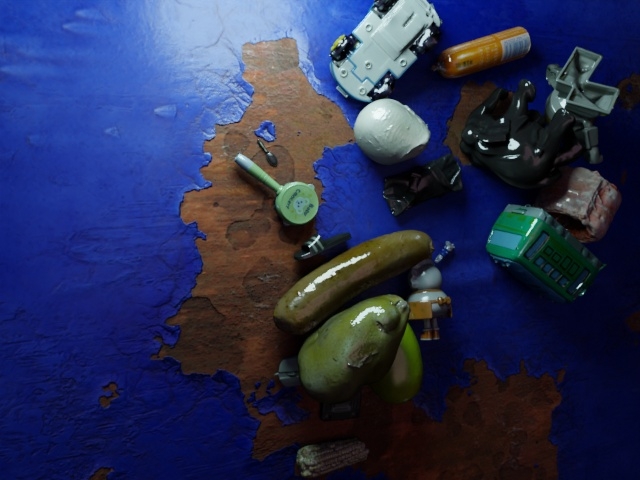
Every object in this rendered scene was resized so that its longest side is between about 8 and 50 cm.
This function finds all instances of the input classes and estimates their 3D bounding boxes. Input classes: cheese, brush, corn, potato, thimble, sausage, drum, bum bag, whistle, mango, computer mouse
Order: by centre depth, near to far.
[{"bbox_3d":[0.090,0.273,1.231,0.351,0.202,0.218,-46,138,9],"label":"potato"},{"bbox_3d":[-0.123,-0.120,1.249,0.253,0.049,0.130,21,89,-20],"label":"drum"},{"bbox_3d":[-0.140,-0.232,1.253,0.024,0.008,0.083,-39,107,-8],"label":"brush"},{"bbox_3d":[0.181,-0.284,1.270,0.189,0.198,0.154,40,85,-9],"label":"cheese"},{"bbox_3d":[0.090,0.094,1.305,0.501,0.123,0.136,-29,70,-15],"label":"sausage"},{"bbox_3d":[-0.040,0.357,1.331,0.182,0.056,0.089,-10,95,-18],"label":"computer mouse"},{"bbox_3d":[0.201,0.325,1.371,0.175,0.143,0.293,-16,91,-10],"label":"mango"},{"bbox_3d":[0.031,0.622,1.376,0.211,0.087,0.087,-4,97,-25],"label":"corn"},{"bbox_3d":[0.459,-0.540,1.387,0.312,0.093,0.092,-22,103,-16],"label":"sausage"},{"bbox_3d":[0.302,-0.163,1.390,0.248,0.060,0.123,-25,104,-15],"label":"bum bag"},{"bbox_3d":[0.377,0.037,1.457,0.033,0.029,0.083,39,75,18],"label":"whistle"},{"bbox_3d":[0.792,-0.112,1.480,0.239,0.239,0.162,34,84,-20],"label":"thimble"}]

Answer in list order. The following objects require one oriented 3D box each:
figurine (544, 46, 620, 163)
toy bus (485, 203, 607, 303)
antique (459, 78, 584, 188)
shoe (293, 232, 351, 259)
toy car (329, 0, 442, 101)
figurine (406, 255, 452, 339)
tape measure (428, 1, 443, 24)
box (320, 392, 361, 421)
[{"bbox_3d":[0.764,-0.403,1.426,0.167,0.285,0.342,3,75,17],"label":"figurine"},{"bbox_3d":[0.694,0.052,1.487,0.344,0.183,0.199,34,88,-19],"label":"toy bus"},{"bbox_3d":[0.574,-0.292,1.385,0.255,0.185,0.322,-40,74,-2],"label":"antique"},{"bbox_3d":[0.000,0.000,1.298,0.179,0.071,0.049,-23,103,-22],"label":"shoe"},{"bbox_3d":[0.159,-0.516,1.253,0.198,0.166,0.314,38,112,-17],"label":"toy car"},{"bbox_3d":[0.314,0.154,1.386,0.143,0.143,0.271,6,93,-20],"label":"figurine"},{"bbox_3d":[0.291,-0.610,1.339,0.094,0.054,0.091,-37,100,-15],"label":"tape measure"},{"bbox_3d":[0.062,0.465,1.393,0.126,0.027,0.125,2,95,-20],"label":"box"}]
